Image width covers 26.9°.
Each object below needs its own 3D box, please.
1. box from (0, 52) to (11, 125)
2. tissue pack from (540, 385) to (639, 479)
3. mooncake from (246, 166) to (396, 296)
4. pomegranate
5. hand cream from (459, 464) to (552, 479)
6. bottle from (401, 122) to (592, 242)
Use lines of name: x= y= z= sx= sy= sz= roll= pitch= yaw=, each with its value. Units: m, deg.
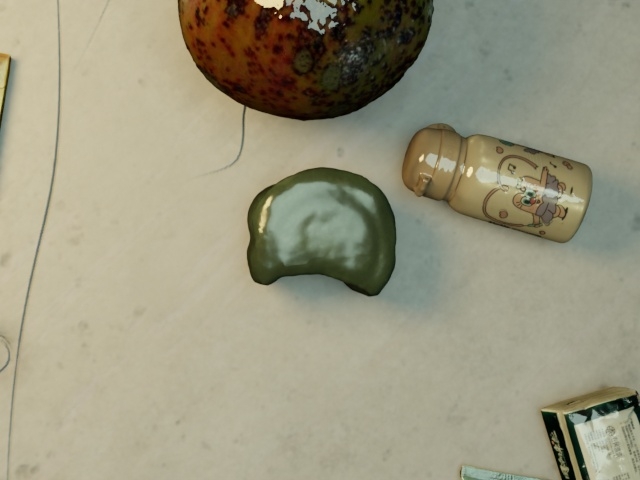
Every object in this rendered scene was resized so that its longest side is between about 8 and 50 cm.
box: x=-0.400 y=-0.138 z=1.497 sx=0.089 sy=0.022 sz=0.156 roll=10 pitch=86 yaw=-8
tissue pack: x=0.332 y=0.262 z=1.550 sx=0.103 sy=0.090 sz=0.170 roll=-16 pitch=92 yaw=-8
mooncake: x=0.000 y=0.000 z=1.508 sx=0.175 sy=0.104 sz=0.168 roll=40 pitch=80 yaw=-7
pomegranate: x=-0.010 y=-0.291 z=1.397 sx=0.285 sy=0.340 sz=0.285 roll=4 pitch=53 yaw=-5
hand cream: x=0.197 y=0.421 z=1.538 sx=0.111 sy=0.070 sz=0.312 roll=9 pitch=83 yaw=-5
bottle: x=0.199 y=-0.075 z=1.544 sx=0.209 sy=0.097 sz=0.110 roll=17 pitch=48 yaw=-7
